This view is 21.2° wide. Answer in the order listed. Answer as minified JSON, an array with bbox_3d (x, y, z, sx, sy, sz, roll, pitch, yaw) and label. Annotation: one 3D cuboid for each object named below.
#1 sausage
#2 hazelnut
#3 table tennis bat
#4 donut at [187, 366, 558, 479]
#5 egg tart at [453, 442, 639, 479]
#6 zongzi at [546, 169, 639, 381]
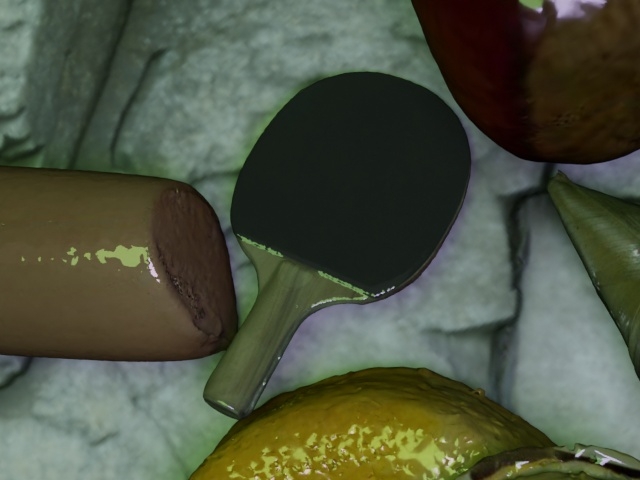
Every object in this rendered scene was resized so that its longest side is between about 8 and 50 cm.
[{"bbox_3d":[-0.181,0.013,1.084,0.253,0.123,0.123,3,81,14],"label":"sausage"},{"bbox_3d":[0.142,-0.152,1.000,0.208,0.208,0.208,-2,80,14],"label":"hazelnut"},{"bbox_3d":[0.000,0.000,1.058,0.138,0.022,0.246,23,71,17],"label":"table tennis bat"},{"bbox_3d":[0.029,0.202,1.002,0.278,0.108,0.277,-3,79,14],"label":"donut"},{"bbox_3d":[0.135,0.210,0.886,0.213,0.090,0.212,3,76,-12],"label":"egg tart"},{"bbox_3d":[0.290,0.021,0.968,0.251,0.125,0.274,-27,62,4],"label":"zongzi"}]
